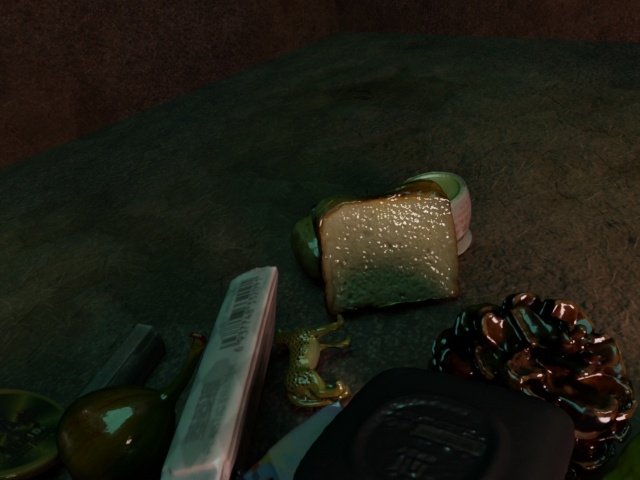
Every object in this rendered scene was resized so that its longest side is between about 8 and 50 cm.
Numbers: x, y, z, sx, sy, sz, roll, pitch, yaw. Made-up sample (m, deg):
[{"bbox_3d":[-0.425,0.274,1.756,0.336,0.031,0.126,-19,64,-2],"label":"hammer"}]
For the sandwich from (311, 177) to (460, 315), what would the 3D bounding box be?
[{"bbox_3d":[0.115,0.014,0.909,0.251,0.226,0.087,-11,19,-1],"label":"sandwich"}]

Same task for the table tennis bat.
[{"bbox_3d":[-0.548,0.281,0.785,0.321,0.050,0.198,21,15,12],"label":"table tennis bat"}]

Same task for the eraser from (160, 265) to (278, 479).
[{"bbox_3d":[-0.132,0.233,0.693,0.082,0.213,0.396,7,35,1],"label":"eraser"}]

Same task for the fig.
[{"bbox_3d":[-0.245,0.243,0.720,0.259,0.151,0.151,-38,38,-7],"label":"fig"}]

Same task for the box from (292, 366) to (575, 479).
[{"bbox_3d":[0.100,0.190,0.450,0.213,0.042,0.201,7,32,36],"label":"box"}]

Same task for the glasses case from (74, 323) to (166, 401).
[{"bbox_3d":[-0.344,0.241,0.860,0.047,0.070,0.205,5,37,18],"label":"glasses case"}]

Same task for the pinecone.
[{"bbox_3d":[0.242,0.174,0.607,0.244,0.257,0.243,-17,43,16],"label":"pinecone"}]

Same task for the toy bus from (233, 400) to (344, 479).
[{"bbox_3d":[0.068,0.319,0.443,0.162,0.171,0.386,-48,33,-3],"label":"toy bus"}]

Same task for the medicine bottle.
[{"bbox_3d":[0.235,-0.048,1.027,0.148,0.143,0.147,-12,37,9],"label":"medicine bottle"}]

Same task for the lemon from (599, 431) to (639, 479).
[{"bbox_3d":[0.407,0.257,0.490,0.249,0.184,0.184,-9,33,21],"label":"lemon"}]

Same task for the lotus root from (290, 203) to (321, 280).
[{"bbox_3d":[0.000,0.000,1.055,0.125,0.118,0.221,-17,34,-6],"label":"lotus root"}]

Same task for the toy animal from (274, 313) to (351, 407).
[{"bbox_3d":[-0.020,0.210,0.812,0.136,0.073,0.181,-13,45,15],"label":"toy animal"}]
